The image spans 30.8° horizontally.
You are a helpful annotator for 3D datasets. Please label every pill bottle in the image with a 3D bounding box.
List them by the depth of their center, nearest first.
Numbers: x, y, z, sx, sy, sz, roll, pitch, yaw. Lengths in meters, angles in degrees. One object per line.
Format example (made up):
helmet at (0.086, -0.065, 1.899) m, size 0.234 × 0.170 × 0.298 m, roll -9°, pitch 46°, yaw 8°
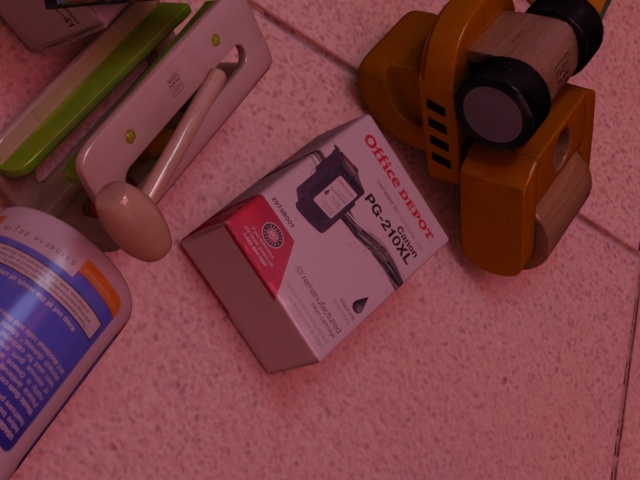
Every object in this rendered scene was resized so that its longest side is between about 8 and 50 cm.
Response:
pill bottle at (-0.287, 0.114, 0.947) m, size 0.152 × 0.152 × 0.272 m, roll 46°, pitch 55°, yaw -17°

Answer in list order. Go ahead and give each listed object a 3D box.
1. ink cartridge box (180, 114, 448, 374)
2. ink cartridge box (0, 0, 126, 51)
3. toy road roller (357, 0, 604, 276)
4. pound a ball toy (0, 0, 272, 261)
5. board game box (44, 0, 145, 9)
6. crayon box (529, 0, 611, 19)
ink cartridge box at (0.000, 0.000, 1.224) m, size 0.237 × 0.100 × 0.172 m, roll -40°, pitch 102°, yaw -37°
ink cartridge box at (-0.232, -0.369, 1.126) m, size 0.226 × 0.131 × 0.306 m, roll 51°, pitch 53°, yaw -26°
toy road roller at (0.185, -0.143, 1.375) m, size 0.202 × 0.241 × 0.329 m, roll -49°, pitch 144°, yaw -36°
pound a ball toy at (-0.147, -0.095, 1.077) m, size 0.319 × 0.208 × 0.135 m, roll -57°, pitch 138°, yaw -35°
board game box at (-0.180, -0.285, 1.040) m, size 0.170 × 0.048 × 0.141 m, roll -17°, pitch 99°, yaw -45°
crayon box at (0.321, -0.437, 1.603) m, size 0.323 × 0.083 × 0.203 m, roll 43°, pitch 56°, yaw -19°
